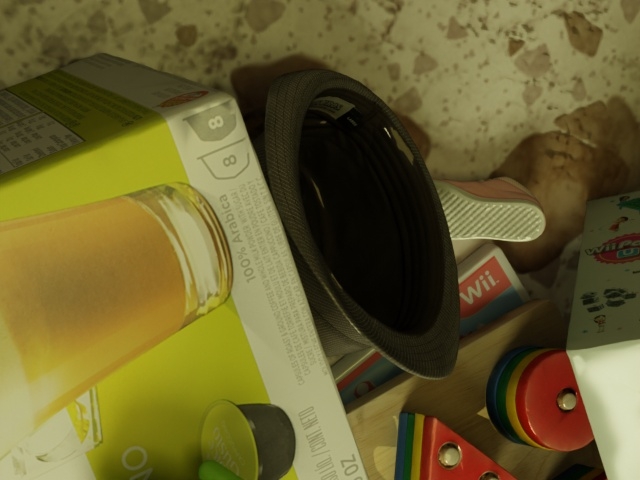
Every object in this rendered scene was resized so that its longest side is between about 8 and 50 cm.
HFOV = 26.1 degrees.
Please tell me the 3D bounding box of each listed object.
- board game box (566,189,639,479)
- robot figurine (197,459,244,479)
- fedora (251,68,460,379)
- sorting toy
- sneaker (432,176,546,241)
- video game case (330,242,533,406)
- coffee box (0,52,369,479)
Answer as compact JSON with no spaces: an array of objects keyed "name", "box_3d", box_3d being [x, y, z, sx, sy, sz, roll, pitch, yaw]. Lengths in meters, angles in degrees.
[{"name":"board game box","box_3d":[0.293,0.111,1.183,0.098,0.303,0.224,-13,110,19]},{"name":"robot figurine","box_3d":[-0.074,0.182,0.803,0.115,0.067,0.101,25,94,-27]},{"name":"fedora","box_3d":[0.000,0.000,1.088,0.124,0.275,0.244,-27,141,29]},{"name":"sorting toy","box_3d":[0.164,0.218,1.200,0.257,0.089,0.255,-27,100,-23]},{"name":"sneaker","box_3d":[0.133,-0.031,1.228,0.134,0.070,0.051,9,109,6]},{"name":"video game case","box_3d":[0.153,0.172,1.289,0.204,0.025,0.285,-38,112,-10]},{"name":"coffee box","box_3d":[-0.205,0.092,0.953,0.334,0.338,0.337,-24,109,-16]}]
